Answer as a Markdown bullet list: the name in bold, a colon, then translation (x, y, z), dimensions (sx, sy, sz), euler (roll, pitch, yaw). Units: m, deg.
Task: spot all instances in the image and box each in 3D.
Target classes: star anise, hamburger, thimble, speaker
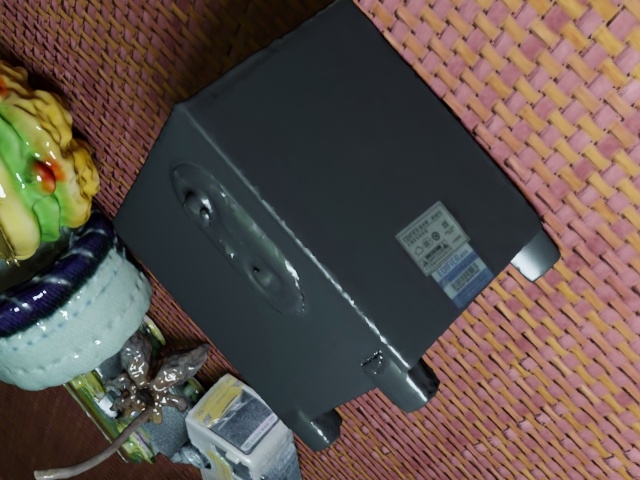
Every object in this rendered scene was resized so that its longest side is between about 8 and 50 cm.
- **star anise**: translation (-0.229, 0.179, 1.222), dimensions (0.148, 0.218, 0.227), euler (58, 175, -7)
- **hamburger**: translation (-0.341, -0.097, 1.166), dimensions (0.237, 0.149, 0.237), euler (45, 156, 26)
- **thimble**: translation (-0.337, 0.068, 1.279), dimensions (0.237, 0.237, 0.150), euler (9, 136, 49)
- **speaker**: translation (0.000, 0.000, 0.795), dimensions (0.254, 0.184, 0.232), euler (49, 151, 0)

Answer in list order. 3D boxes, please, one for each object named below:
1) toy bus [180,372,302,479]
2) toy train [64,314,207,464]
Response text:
- **toy bus**: translation (-0.094, 0.323, 1.404), dimensions (0.138, 0.097, 0.342), euler (29, 147, 27)
- **toy train**: translation (-0.262, 0.198, 1.449), dimensions (0.261, 0.134, 0.177), euler (54, 159, -10)
